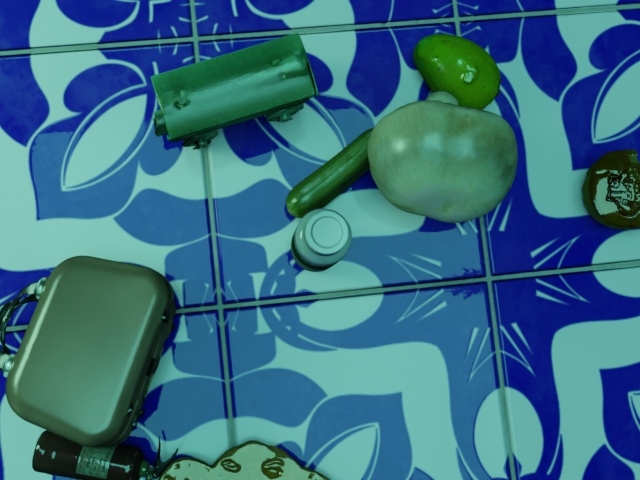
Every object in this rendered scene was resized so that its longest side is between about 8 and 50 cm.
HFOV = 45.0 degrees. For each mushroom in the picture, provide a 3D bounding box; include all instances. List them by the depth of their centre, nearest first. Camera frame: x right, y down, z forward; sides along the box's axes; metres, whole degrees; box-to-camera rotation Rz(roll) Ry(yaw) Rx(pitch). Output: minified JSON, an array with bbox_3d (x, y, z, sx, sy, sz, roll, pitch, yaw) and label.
[{"bbox_3d":[0.214,-0.162,1.343,0.253,0.260,0.235,-11,57,26],"label":"mushroom"}]

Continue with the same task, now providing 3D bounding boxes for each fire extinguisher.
[{"bbox_3d":[-0.363,0.365,1.318,0.231,0.071,0.099,8,58,1],"label":"fire extinguisher"}]

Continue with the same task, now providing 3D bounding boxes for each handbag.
[{"bbox_3d":[-0.405,0.170,1.283,0.283,0.149,0.302,17,76,0],"label":"handbag"}]

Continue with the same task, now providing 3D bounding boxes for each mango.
[{"bbox_3d":[0.250,-0.313,1.422,0.178,0.100,0.119,39,85,8],"label":"mango"}]

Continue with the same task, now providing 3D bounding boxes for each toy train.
[{"bbox_3d":[-0.150,-0.251,1.334,0.300,0.202,0.120,-18,91,-6],"label":"toy train"}]

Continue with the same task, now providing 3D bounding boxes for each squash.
[{"bbox_3d":[0.031,-0.121,1.402,0.229,0.066,0.066,-40,89,-7],"label":"squash"}]

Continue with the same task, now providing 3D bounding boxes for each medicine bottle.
[{"bbox_3d":[0.000,0.000,1.290,0.095,0.260,0.095,1,82,-5],"label":"medicine bottle"}]

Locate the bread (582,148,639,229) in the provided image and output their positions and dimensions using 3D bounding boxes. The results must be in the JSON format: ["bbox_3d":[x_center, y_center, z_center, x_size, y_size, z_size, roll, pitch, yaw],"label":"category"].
[{"bbox_3d":[0.551,-0.085,1.428,0.125,0.086,0.156,-26,86,-5],"label":"bread"}]

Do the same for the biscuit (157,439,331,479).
[{"bbox_3d":[-0.111,0.492,1.336,0.375,0.051,0.270,20,81,1],"label":"biscuit"}]
